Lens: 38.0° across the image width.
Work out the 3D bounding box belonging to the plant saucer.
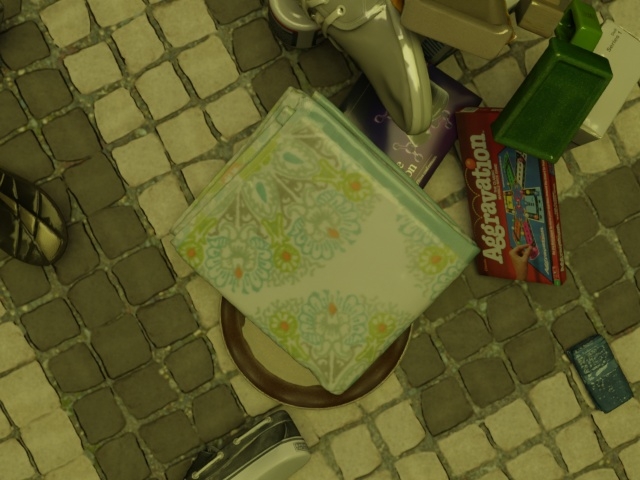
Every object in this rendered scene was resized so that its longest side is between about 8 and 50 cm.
[{"bbox_3d":[-0.006,0.113,1.488,0.310,0.050,0.311,0,89,-3],"label":"plant saucer"}]

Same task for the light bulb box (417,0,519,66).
[{"bbox_3d":[0.218,-0.515,1.423,0.358,0.225,0.361,-35,93,-4],"label":"light bulb box"}]

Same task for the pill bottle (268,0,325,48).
[{"bbox_3d":[-0.027,-0.354,1.427,0.108,0.180,0.108,0,89,-4],"label":"pill bottle"}]

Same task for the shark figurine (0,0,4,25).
[{"bbox_3d":[-0.586,-0.357,1.450,0.278,0.166,0.116,9,62,14],"label":"shark figurine"}]

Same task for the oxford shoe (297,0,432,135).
[{"bbox_3d":[0.024,-0.337,1.258,0.130,0.169,0.449,-24,86,-11],"label":"oxford shoe"}]

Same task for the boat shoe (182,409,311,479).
[{"bbox_3d":[-0.160,0.372,1.454,0.301,0.108,0.102,-36,59,9],"label":"boat shoe"}]

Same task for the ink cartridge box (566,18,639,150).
[{"bbox_3d":[0.399,-0.229,1.432,0.092,0.219,0.160,33,88,-3],"label":"ink cartridge box"}]

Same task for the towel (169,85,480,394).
[{"bbox_3d":[0.000,0.000,1.393,0.374,0.090,0.320,43,103,-4],"label":"towel"}]

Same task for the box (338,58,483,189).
[{"bbox_3d":[0.104,-0.161,1.475,0.184,0.103,0.261,33,87,0],"label":"box"}]

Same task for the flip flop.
[{"bbox_3d":[-0.502,-0.061,1.450,0.277,0.080,0.112,30,92,12],"label":"flip flop"}]

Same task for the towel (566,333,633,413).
[{"bbox_3d":[0.460,0.218,1.526,0.067,0.029,0.119,-28,90,-3],"label":"towel"}]

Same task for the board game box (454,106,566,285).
[{"bbox_3d":[0.292,-0.067,1.424,0.027,0.145,0.281,-35,122,-42],"label":"board game box"}]

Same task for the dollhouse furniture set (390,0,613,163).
[{"bbox_3d":[0.210,-0.262,1.241,0.301,0.198,0.151,19,131,-12],"label":"dollhouse furniture set"}]
